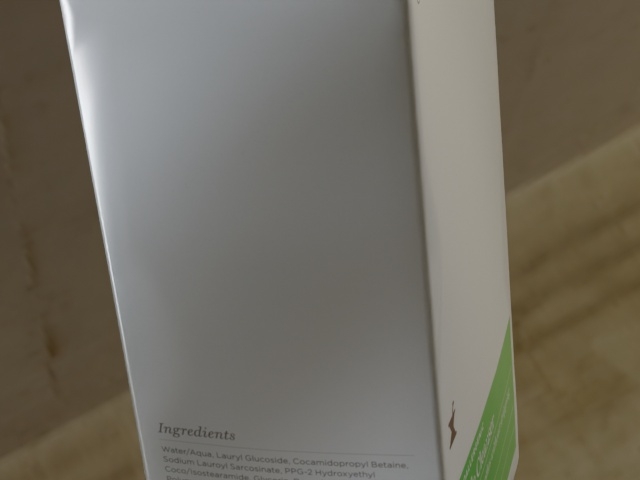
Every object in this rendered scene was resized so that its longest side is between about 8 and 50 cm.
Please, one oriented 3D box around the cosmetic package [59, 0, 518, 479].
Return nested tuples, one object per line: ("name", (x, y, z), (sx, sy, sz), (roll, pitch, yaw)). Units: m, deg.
("cosmetic package", (0.000, 0.000, 0.755), (0.155, 0.365, 0.197), (3, 29, 16))
